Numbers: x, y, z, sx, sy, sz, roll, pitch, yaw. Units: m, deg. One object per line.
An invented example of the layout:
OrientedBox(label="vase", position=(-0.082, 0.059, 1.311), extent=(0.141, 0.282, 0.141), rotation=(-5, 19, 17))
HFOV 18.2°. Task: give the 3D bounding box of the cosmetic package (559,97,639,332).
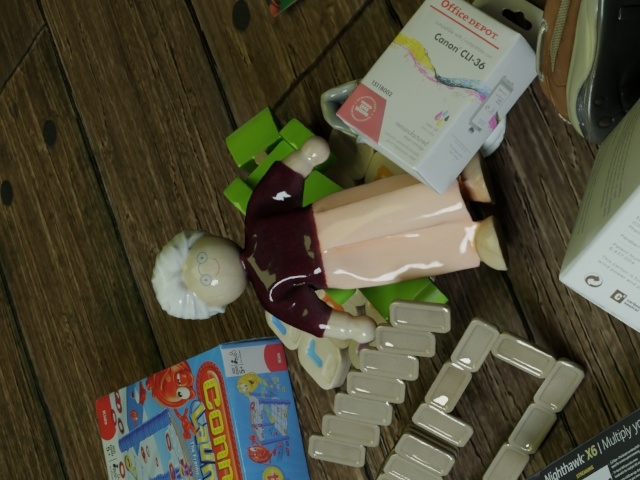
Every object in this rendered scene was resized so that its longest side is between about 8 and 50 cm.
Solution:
OrientedBox(label="cosmetic package", position=(0.347, -0.097, 1.504), extent=(0.365, 0.155, 0.197), rotation=(-52, 8, 43))

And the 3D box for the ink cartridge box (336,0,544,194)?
OrientedBox(label="ink cartridge box", position=(0.123, -0.157, 1.860), extent=(0.115, 0.067, 0.198), rotation=(37, 88, 35))

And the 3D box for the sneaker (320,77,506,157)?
OrientedBox(label="sneaker", position=(0.085, -0.121, 1.960), extent=(0.232, 0.115, 0.090), rotation=(2, 95, 54))

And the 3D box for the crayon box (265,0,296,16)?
OrientedBox(label="crayon box", position=(-0.098, -0.399, 2.109), extent=(0.202, 0.081, 0.318), rotation=(-32, 93, 47))

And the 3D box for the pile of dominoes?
OrientedBox(label="pile of dominoes", position=(0.118, 0.159, 1.938), extent=(0.196, 0.040, 0.251), rotation=(27, 125, -1))

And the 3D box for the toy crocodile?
OrientedBox(label="toy crocodile", position=(0.010, -0.022, 2.055), extent=(0.115, 0.105, 0.340), rotation=(-48, 56, 1))

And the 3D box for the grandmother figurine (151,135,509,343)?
OrientedBox(label="grandmother figurine", position=(0.000, 0.000, 1.931), extent=(0.342, 0.104, 0.208), rotation=(-15, 67, 10))

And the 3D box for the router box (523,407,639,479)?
OrientedBox(label="router box", position=(0.309, 0.271, 1.720), extent=(0.309, 0.081, 0.243), rotation=(-41, 61, 48))

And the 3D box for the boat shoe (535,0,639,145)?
OrientedBox(label="boat shoe", position=(0.248, -0.248, 1.725), extent=(0.120, 0.122, 0.324), rotation=(36, 121, 50))

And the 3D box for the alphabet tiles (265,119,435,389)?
OrientedBox(label="alphabet tiles", position=(0.022, 0.013, 2.139), extent=(0.278, 0.021, 0.284), rotation=(47, 129, 38))

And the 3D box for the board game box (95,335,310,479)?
OrientedBox(label="board game box", position=(-0.130, 0.296, 2.319), extent=(0.302, 0.086, 0.308), rotation=(-27, 72, 52))
